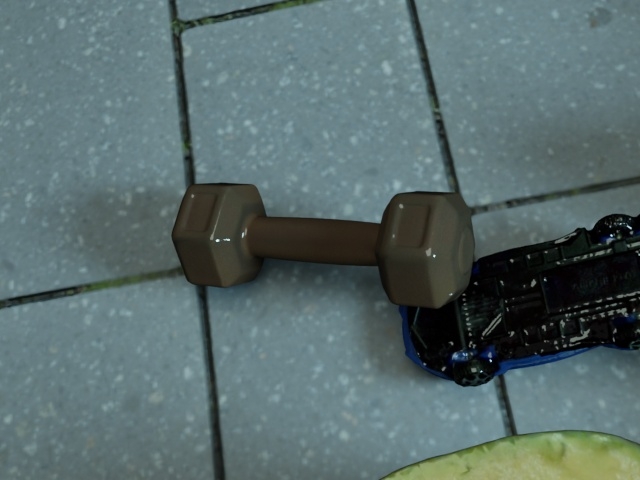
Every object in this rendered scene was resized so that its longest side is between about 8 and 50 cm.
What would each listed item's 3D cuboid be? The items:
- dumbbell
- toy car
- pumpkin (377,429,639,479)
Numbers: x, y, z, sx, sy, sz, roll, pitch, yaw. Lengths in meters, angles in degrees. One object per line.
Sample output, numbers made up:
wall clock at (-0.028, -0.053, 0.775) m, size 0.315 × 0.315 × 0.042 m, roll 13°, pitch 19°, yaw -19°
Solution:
dumbbell at (0.000, 0.000, 0.688) m, size 0.231 × 0.082 × 0.092 m, roll 5°, pitch 69°, yaw 25°
toy car at (0.165, 0.050, 0.678) m, size 0.216 × 0.063 × 0.103 m, roll -16°, pitch 60°, yaw 19°
pumpkin at (0.133, 0.283, 0.524) m, size 0.333 × 0.199 × 0.332 m, roll -4°, pitch 72°, yaw 13°
